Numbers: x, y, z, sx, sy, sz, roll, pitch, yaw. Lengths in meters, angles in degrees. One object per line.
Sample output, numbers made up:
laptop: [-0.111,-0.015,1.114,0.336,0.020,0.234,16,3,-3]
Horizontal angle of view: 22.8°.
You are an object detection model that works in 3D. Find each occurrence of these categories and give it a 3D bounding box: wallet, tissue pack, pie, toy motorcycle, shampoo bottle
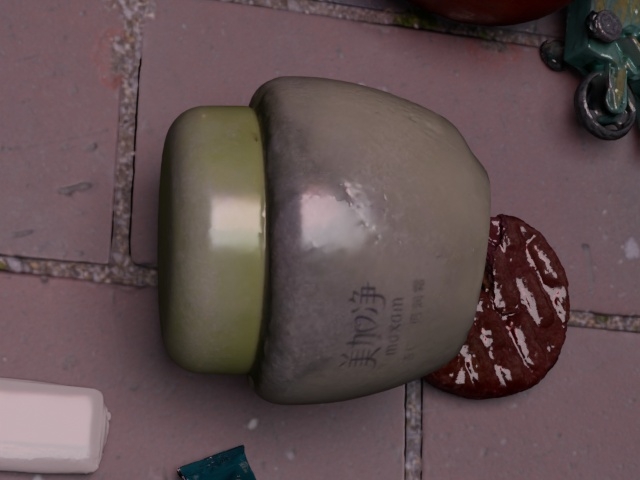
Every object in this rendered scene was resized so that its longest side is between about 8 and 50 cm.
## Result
wallet: [-0.303,0.183,1.577,0.190,0.033,0.095,5,76,-16]
tissue pack: [-0.086,0.283,1.618,0.085,0.028,0.138,-15,76,-39]
pie: [0.174,0.074,1.750,0.219,0.054,0.204,-5,78,-21]
toy motorcycle: [0.368,-0.246,1.875,0.198,0.109,0.296,16,70,-24]
shampoo bottle: [0.000,0.000,1.561,0.317,0.322,0.322,0,76,-12]

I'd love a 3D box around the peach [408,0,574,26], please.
peach: [0.195,-0.363,1.779,0.362,0.201,0.257,13,64,-3]
